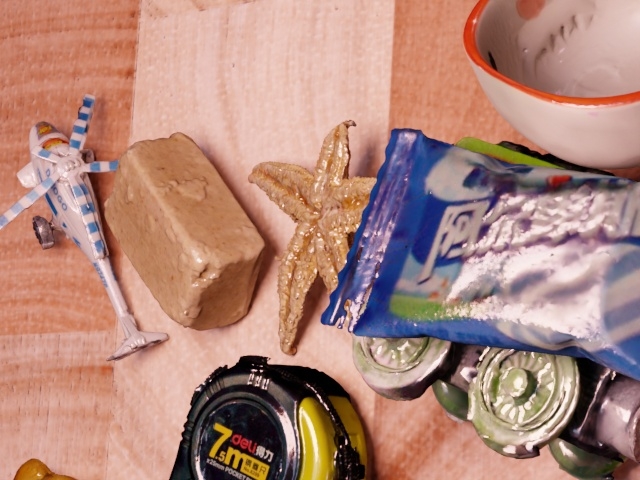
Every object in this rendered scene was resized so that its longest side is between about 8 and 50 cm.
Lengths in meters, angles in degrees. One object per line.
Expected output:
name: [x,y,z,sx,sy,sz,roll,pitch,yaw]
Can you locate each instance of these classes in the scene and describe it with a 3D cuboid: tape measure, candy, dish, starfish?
tape measure: [-0.038,0.203,1.822,0.199,0.112,0.186,22,100,33]
candy: [0.168,0.010,1.537,0.331,0.077,0.187,10,73,33]
dish: [0.254,-0.149,1.634,0.256,0.117,0.256,-12,41,11]
starfish: [-0.005,0.001,1.845,0.295,0.048,0.231,13,100,57]

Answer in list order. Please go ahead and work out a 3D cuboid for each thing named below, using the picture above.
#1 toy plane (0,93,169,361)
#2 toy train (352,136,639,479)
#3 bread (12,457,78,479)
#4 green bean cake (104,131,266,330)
toy plane: [-0.231,-0.007,2.051,0.182,0.107,0.273,-38,82,-22]
toy train: [0.177,0.052,1.656,0.307,0.173,0.249,22,87,39]
bread: [-0.246,0.325,1.970,0.233,0.088,0.161,32,95,40]
green bean cake: [-0.134,-0.008,1.937,0.179,0.085,0.109,56,141,31]
